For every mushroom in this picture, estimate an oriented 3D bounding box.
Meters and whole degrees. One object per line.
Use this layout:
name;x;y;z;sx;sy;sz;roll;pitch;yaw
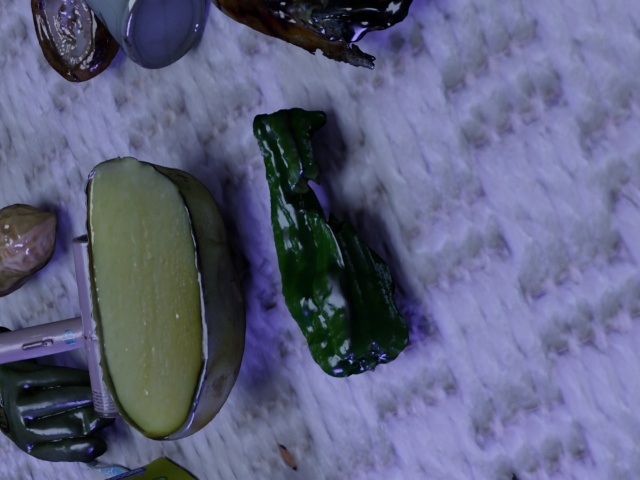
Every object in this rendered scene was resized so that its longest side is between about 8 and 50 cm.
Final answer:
mushroom;-0.244;-0.219;1.918;0.123;0.052;0.123;21;120;41

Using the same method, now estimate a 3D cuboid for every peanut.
peanut;-0.353;0.010;2.131;0.194;0.093;0.083;-35;61;57

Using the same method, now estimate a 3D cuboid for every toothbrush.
toothbrush;-0.223;0.259;2.115;0.162;0.017;0.014;7;109;54

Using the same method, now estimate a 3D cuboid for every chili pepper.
chili pepper;0.001;-0.001;1.642;0.099;0.083;0.253;-39;67;52

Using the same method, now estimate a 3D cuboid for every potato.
potato;-0.130;0.051;1.817;0.160;0.111;0.272;-6;91;42

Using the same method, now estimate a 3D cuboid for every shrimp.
shrimp;-0.030;-0.279;1.586;0.365;0.071;0.233;31;122;51

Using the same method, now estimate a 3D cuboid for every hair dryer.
hair dryer;-0.299;0.084;2.054;0.220;0.053;0.195;3;106;28

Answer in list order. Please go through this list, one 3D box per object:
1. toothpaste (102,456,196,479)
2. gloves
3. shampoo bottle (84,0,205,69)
toothpaste;-0.185;0.401;2.038;0.077;0.110;0.327;25;123;50
gloves;-0.322;0.179;2.154;0.268;0.107;0.135;23;152;46
shampoo bottle;-0.205;-0.273;1.805;0.234;0.087;0.118;50;157;31
